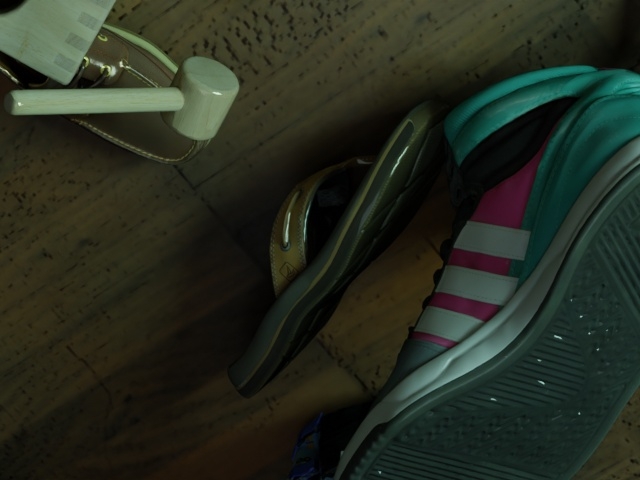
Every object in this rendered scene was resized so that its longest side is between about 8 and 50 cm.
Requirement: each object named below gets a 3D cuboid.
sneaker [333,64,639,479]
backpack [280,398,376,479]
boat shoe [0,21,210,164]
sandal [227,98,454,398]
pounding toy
[{"bbox_3d":[0.097,0.019,1.060,0.124,0.178,0.295,30,114,-25],"label":"sneaker"},{"bbox_3d":[0.043,0.193,1.168,0.117,0.173,0.158,-15,116,15],"label":"backpack"},{"bbox_3d":[-0.140,-0.095,1.099,0.178,0.060,0.064,36,116,-12],"label":"boat shoe"},{"bbox_3d":[0.000,0.000,1.134,0.060,0.090,0.219,42,124,9],"label":"sandal"},{"bbox_3d":[-0.122,-0.138,1.004,0.206,0.181,0.094,29,117,-9],"label":"pounding toy"}]
